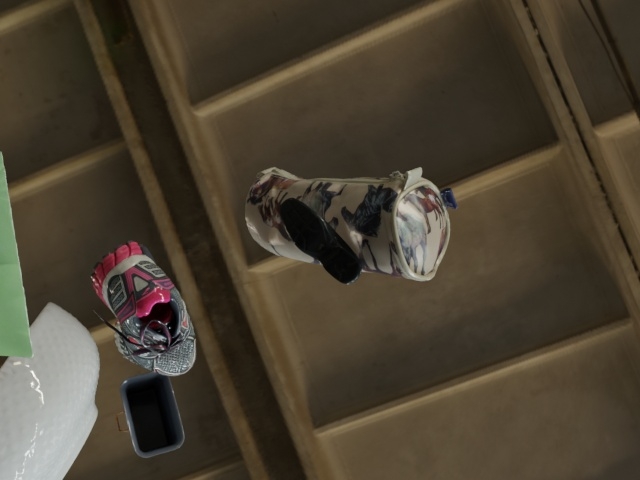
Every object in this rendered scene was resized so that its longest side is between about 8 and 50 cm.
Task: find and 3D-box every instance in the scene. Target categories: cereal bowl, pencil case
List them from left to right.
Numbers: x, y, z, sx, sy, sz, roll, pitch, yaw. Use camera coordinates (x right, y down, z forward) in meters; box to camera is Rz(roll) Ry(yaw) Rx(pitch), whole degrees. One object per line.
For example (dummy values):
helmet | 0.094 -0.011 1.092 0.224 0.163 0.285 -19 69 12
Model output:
cereal bowl | -0.394 0.256 1.026 0.141 0.339 0.339 34 -74 -13
pencil case | 0.036 -0.044 1.385 0.410 0.160 0.183 8 -78 46

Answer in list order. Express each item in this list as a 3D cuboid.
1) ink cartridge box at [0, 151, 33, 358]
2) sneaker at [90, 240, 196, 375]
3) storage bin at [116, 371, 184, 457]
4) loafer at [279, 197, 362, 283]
ink cartridge box | -0.312 0.020 0.481 0.235 0.056 0.171 5 -56 -1
sneaker | -0.249 0.132 1.172 0.121 0.299 0.112 -38 -121 -16
storage bin | -0.298 0.303 1.338 0.091 0.098 0.135 130 -55 -62
loafer | 0.000 0.000 1.262 0.062 0.061 0.170 -41 -92 11
